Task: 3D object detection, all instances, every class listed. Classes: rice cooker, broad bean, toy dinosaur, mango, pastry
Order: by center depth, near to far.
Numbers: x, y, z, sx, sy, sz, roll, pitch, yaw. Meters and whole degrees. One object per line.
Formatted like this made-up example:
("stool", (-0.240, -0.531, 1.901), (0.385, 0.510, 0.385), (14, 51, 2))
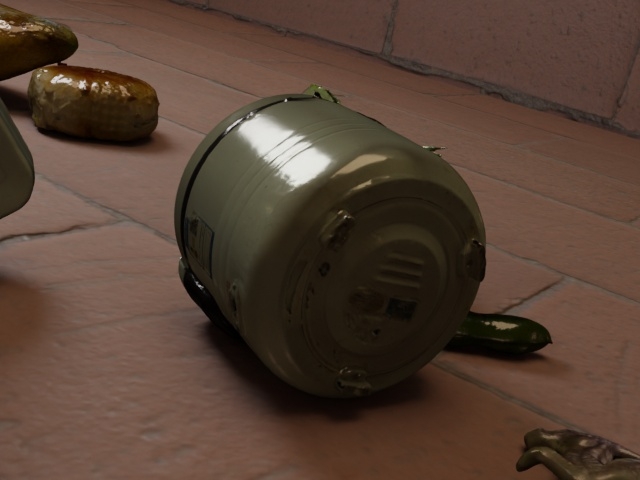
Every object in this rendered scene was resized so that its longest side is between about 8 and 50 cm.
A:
("toy dinosaur", (0.237, 0.182, 0.522), (0.162, 0.077, 0.294), (-3, 24, -40))
("rice cooker", (0.000, 0.000, 0.699), (0.226, 0.226, 0.244), (0, 24, -33))
("broad bean", (0.115, 0.074, 0.814), (0.227, 0.039, 0.069), (15, 13, 9))
("pastry", (-0.342, -0.214, 1.262), (0.192, 0.093, 0.182), (2, 19, -26))
("mango", (-0.540, -0.310, 1.304), (0.316, 0.146, 0.193), (7, 26, 7))

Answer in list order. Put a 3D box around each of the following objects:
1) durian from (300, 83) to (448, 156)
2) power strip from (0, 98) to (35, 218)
("durian", (-0.002, -0.089, 1.003), (0.158, 0.169, 0.352), (5, 21, -24))
("power strip", (-0.405, -0.089, 0.694), (0.261, 0.229, 0.141), (-28, 25, -9))
